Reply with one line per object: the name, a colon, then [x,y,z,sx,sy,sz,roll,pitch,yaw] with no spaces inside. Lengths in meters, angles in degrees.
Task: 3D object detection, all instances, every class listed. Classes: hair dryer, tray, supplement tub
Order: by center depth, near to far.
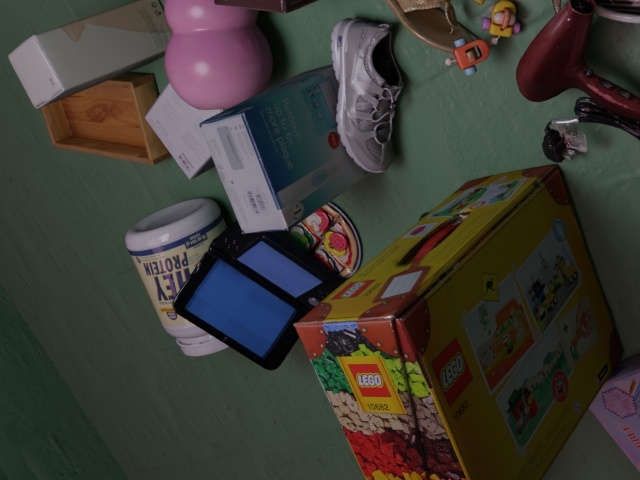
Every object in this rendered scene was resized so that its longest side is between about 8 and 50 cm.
hair dryer: [0.392,-0.229,1.149,0.223,0.080,0.293,2,143,40]
supplement tub: [-0.299,0.086,1.906,0.235,0.235,0.325,-3,114,44]
tray: [-0.547,-0.317,1.987,0.411,0.076,0.203,13,125,38]

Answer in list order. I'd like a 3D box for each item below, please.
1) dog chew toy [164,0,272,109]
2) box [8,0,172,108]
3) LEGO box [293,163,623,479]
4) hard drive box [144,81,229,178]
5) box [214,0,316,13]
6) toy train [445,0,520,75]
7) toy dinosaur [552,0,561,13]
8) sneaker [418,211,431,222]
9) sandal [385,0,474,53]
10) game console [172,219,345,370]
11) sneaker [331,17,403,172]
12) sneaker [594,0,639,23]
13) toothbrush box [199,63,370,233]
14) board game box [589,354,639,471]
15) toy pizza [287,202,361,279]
dog chew toy: [-0.201,-0.420,1.512,0.206,0.206,0.332,9,112,39]
box: [-0.469,-0.397,1.677,0.148,0.311,0.121,-12,108,46]
LEGO box: [0.245,0.156,1.248,0.193,0.500,0.372,-10,109,45]
hard drive box: [-0.259,-0.270,1.739,0.181,0.089,0.232,54,139,0]
box: [-0.080,-0.509,1.352,0.168,0.167,0.203,19,128,34]
toy train: [0.237,-0.342,1.215,0.125,0.046,0.166,-18,104,4]
toy dinosaur: [0.269,-0.459,1.108,0.200,0.127,0.295,9,138,49]
sneaker: [0.202,0.030,1.534,0.077,0.072,0.178,18,122,48]
sandal: [0.157,-0.393,1.272,0.240,0.088,0.079,44,144,19]
game console: [-0.131,0.124,1.747,0.293,0.173,0.250,34,147,-16]
sneaker: [0.094,-0.249,1.413,0.115,0.105,0.281,8,121,39]
sneaker: [0.465,-0.313,1.036,0.258,0.091,0.094,10,123,39]
toothbrush box: [-0.043,-0.172,1.450,0.126,0.295,0.216,-4,113,43]
board game box: [0.645,0.312,1.312,0.318,0.066,0.318,52,139,1]
toy pizza: [0.000,0.000,1.724,0.201,0.032,0.201,24,131,30]
